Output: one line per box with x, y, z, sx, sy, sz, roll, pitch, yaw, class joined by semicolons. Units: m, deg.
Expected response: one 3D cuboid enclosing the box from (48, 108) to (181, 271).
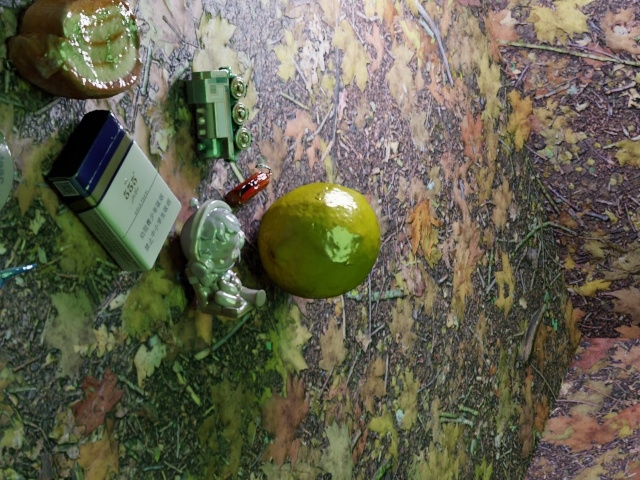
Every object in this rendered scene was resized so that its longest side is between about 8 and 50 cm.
-0.361;-0.085;2.112;0.259;0.071;0.168;57;43;-39;box

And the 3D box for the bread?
-0.409;-0.328;2.004;0.244;0.123;0.190;-37;121;-52;bread

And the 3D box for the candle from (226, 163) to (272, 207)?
-0.148;-0.117;2.496;0.162;0.048;0.053;-41;157;-52;candle

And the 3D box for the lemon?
-0.002;0.001;2.527;0.284;0.260;0.261;20;71;-57;lemon

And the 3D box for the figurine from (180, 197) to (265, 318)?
-0.196;0.028;2.304;0.162;0.141;0.237;-31;114;-60;figurine

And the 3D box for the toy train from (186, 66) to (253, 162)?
-0.205;-0.250;2.376;0.125;0.080;0.194;-11;100;-48;toy train

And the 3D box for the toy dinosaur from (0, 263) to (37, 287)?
-0.543;0.116;1.790;0.329;0.076;0.144;-64;148;-33;toy dinosaur

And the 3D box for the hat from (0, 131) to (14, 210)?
-0.534;-0.113;1.785;0.244;0.149;0.214;-14;100;-47;hat
